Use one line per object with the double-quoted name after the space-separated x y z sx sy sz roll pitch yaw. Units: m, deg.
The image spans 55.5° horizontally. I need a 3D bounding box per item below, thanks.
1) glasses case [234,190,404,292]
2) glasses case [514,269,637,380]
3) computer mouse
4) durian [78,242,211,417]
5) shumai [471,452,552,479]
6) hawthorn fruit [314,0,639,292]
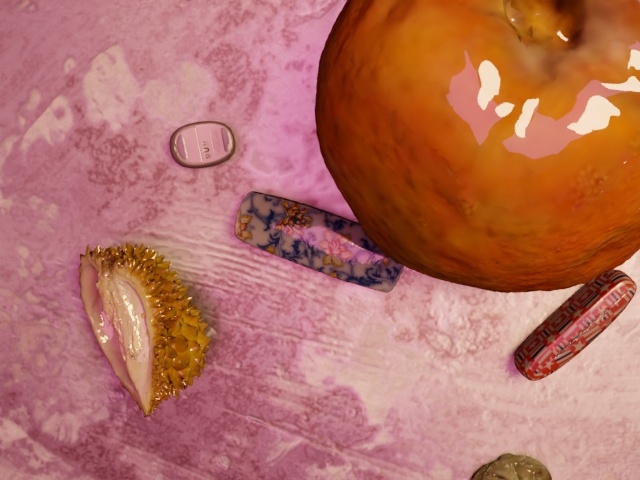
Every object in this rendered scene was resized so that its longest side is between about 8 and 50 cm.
0.000 0.000 0.866 0.248 0.065 0.087 21 101 4 "glasses case"
0.351 0.119 0.840 0.049 0.073 0.194 44 101 -1 "glasses case"
-0.170 -0.138 0.880 0.096 0.039 0.066 -9 97 0 "computer mouse"
-0.253 0.107 0.880 0.138 0.183 0.250 -27 91 -27 "durian"
0.280 0.376 0.876 0.123 0.087 0.099 -35 94 11 "shumai"
0.214 -0.157 0.640 0.471 0.472 0.472 1 98 6 "hawthorn fruit"
